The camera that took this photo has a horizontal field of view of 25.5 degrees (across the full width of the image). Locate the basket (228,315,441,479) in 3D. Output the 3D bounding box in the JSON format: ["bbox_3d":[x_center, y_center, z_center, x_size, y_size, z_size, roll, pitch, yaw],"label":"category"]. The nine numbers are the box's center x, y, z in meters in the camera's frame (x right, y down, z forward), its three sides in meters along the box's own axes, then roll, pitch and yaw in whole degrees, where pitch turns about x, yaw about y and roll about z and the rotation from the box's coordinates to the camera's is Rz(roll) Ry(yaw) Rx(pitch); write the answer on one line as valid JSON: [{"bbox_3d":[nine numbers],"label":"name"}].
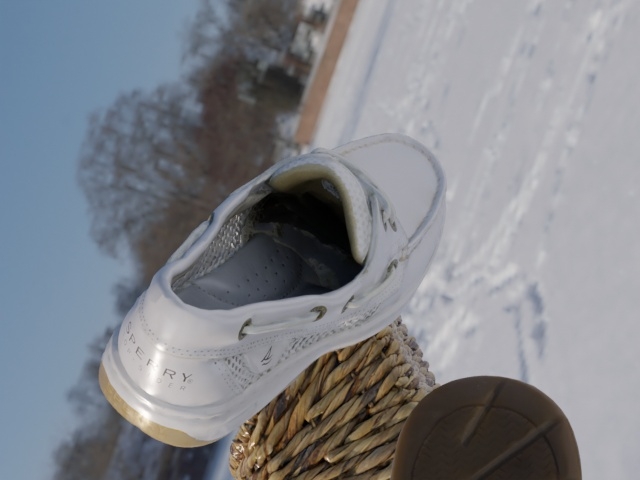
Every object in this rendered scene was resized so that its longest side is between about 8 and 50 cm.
[{"bbox_3d":[0.003,0.161,1.386,0.213,0.223,0.299,-29,-10,5],"label":"basket"}]

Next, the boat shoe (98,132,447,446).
[{"bbox_3d":[0.000,0.000,0.732,0.277,0.098,0.096,-42,-17,-49],"label":"boat shoe"}]

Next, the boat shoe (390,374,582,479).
[{"bbox_3d":[0.073,0.241,0.665,0.110,0.121,0.341,69,-149,-64],"label":"boat shoe"}]
